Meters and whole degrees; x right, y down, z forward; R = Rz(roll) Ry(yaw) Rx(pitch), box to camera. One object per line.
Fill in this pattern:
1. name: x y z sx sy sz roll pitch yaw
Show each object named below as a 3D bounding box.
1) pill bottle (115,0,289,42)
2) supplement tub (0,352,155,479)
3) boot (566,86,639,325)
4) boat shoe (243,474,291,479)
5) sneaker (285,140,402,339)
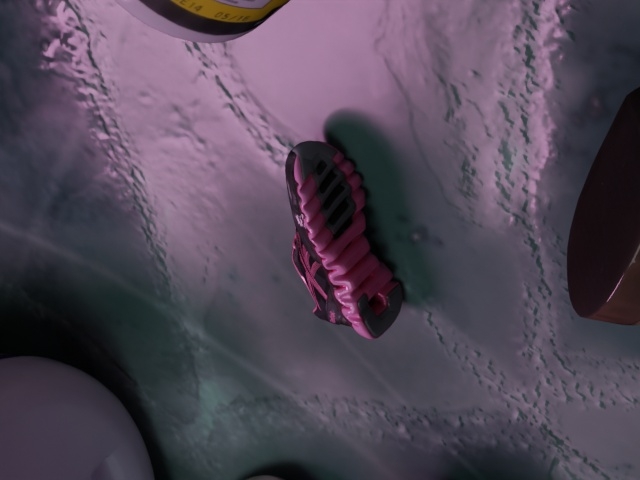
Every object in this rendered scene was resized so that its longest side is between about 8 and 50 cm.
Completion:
1. pill bottle: -0.011 -0.182 0.746 0.119 0.119 0.208 50 137 -7
2. supplement tub: -0.302 0.184 1.157 0.331 0.241 0.241 3 124 35
3. boot: 0.211 -0.078 0.704 0.115 0.112 0.305 13 132 -11
4. boat shoe: -0.043 0.221 1.142 0.065 0.075 0.206 7 136 -25
5. sneaker: 0.000 0.000 0.939 0.057 0.047 0.119 8 126 46
